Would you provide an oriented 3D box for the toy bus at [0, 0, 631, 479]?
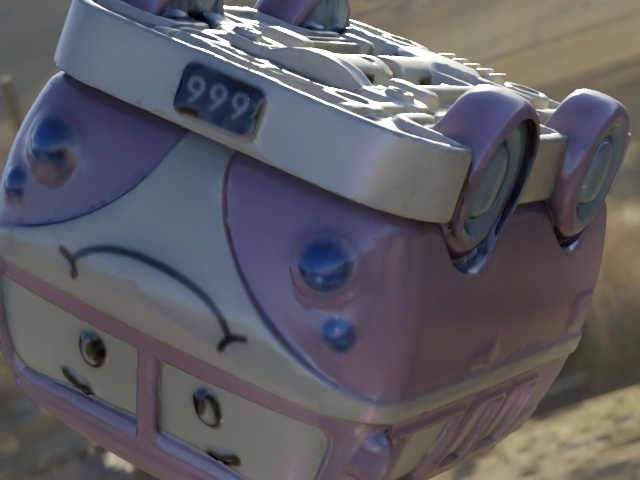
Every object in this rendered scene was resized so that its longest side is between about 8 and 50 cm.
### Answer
[{"bbox_3d":[0.000,0.000,0.595,0.142,0.142,0.202,26,14,21],"label":"toy bus"}]
